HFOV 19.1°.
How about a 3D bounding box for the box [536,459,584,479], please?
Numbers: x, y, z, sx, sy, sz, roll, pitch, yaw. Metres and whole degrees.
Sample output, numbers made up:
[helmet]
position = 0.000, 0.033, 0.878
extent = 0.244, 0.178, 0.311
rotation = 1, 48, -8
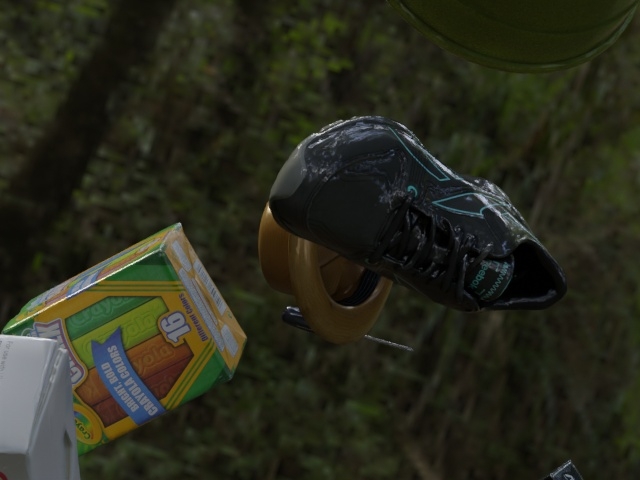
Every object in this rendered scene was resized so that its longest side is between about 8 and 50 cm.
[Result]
[box]
position = 0.184, 0.303, 1.551
extent = 0.191, 0.184, 0.045
rotation = 56, 33, 9

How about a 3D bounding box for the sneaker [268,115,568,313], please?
[sneaker]
position = 0.076, -0.012, 1.310
extent = 0.267, 0.101, 0.106
rotation = 14, 23, -48

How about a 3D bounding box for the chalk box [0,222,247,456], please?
[chalk box]
position = -0.261, 0.133, 2.281
extent = 0.180, 0.289, 0.179
rotation = 60, 8, -8

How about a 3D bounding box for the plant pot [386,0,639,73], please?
[plant pot]
position = 0.260, -0.420, 2.008
extent = 0.366, 0.367, 0.353
rotation = 16, -28, -14

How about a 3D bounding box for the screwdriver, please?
[screwdriver]
position = 0.031, 0.107, 2.165
extent = 0.170, 0.025, 0.024
rotation = 21, 31, -26

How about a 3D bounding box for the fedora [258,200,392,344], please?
[fedora]
position = 0.000, 0.000, 1.679
extent = 0.079, 0.194, 0.194
rotation = 3, -1, 29

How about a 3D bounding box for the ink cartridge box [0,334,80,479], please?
[ink cartridge box]
position = -0.443, 0.228, 1.865
extent = 0.384, 0.279, 0.160
rotation = 4, 41, 3
